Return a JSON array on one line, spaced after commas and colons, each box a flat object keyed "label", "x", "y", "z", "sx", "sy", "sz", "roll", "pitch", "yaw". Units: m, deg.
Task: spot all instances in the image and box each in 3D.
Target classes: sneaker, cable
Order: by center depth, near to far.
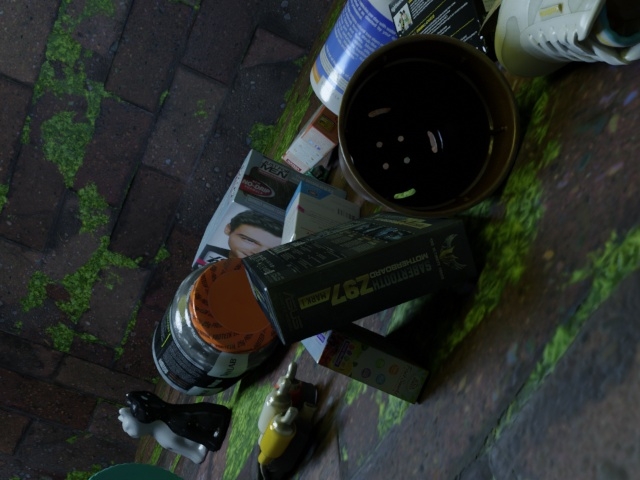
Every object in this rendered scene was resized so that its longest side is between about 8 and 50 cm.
[{"label": "sneaker", "x": 0.198, "y": -0.172, "z": 0.471, "sx": 0.229, "sy": 0.088, "sz": 0.092, "roll": 145, "pitch": 142, "yaw": -71}, {"label": "cable", "x": -0.077, "y": 0.287, "z": 0.832, "sx": 0.139, "sy": 0.072, "sz": 0.287, "roll": -86, "pitch": 21, "yaw": -69}, {"label": "sneaker", "x": -0.029, "y": -0.115, "z": 1.281, "sx": 0.076, "sy": 0.065, "sz": 0.166, "roll": -48, "pitch": 1, "yaw": 24}]

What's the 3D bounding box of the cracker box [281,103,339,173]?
[{"label": "cracker box", "x": 0.014, "y": -0.235, "z": 1.288, "sx": 0.155, "sy": 0.067, "sz": 0.232, "roll": -55, "pitch": 9, "yaw": -18}]

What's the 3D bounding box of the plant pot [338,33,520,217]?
[{"label": "plant pot", "x": 0.091, "y": -0.102, "z": 0.650, "sx": 0.165, "sy": 0.167, "sz": 0.166, "roll": 175, "pitch": 117, "yaw": -85}]

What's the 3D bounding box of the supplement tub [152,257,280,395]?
[{"label": "supplement tub", "x": -0.193, "y": 0.166, "z": 1.202, "sx": 0.338, "sy": 0.207, "sz": 0.207, "roll": 134, "pitch": 155, "yaw": -59}]

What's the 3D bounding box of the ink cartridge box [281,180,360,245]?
[{"label": "ink cartridge box", "x": 0.000, "y": 0.000, "z": 0.931, "sx": 0.181, "sy": 0.104, "sz": 0.061, "roll": -85, "pitch": 22, "yaw": -54}]

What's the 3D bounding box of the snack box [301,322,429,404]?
[{"label": "snack box", "x": 0.034, "y": 0.106, "z": 0.624, "sx": 0.037, "sy": 0.100, "sz": 0.141, "roll": -66, "pitch": 12, "yaw": 0}]

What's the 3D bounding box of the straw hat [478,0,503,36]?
[{"label": "straw hat", "x": 0.183, "y": -0.261, "z": 0.589, "sx": 0.144, "sy": 0.061, "sz": 0.144, "roll": -39, "pitch": -3, "yaw": -3}]

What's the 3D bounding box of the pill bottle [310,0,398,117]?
[{"label": "pill bottle", "x": 0.105, "y": -0.315, "z": 0.943, "sx": 0.272, "sy": 0.152, "sz": 0.152, "roll": -54, "pitch": 18, "yaw": 44}]

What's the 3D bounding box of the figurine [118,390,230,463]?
[{"label": "figurine", "x": -0.321, "y": 0.383, "z": 1.342, "sx": 0.215, "sy": 0.210, "sz": 0.092, "roll": 129, "pitch": 159, "yaw": -52}]

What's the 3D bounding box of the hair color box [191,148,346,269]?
[{"label": "hair color box", "x": -0.113, "y": -0.013, "z": 1.232, "sx": 0.374, "sy": 0.185, "sz": 0.113, "roll": -44, "pitch": 26, "yaw": 61}]

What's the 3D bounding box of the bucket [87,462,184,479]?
[{"label": "bucket", "x": -0.298, "y": 0.492, "z": 0.963, "sx": 0.183, "sy": 0.281, "sz": 0.281, "roll": -57, "pitch": 16, "yaw": 24}]

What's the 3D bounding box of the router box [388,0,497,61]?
[{"label": "router box", "x": 0.148, "y": -0.255, "z": 0.747, "sx": 0.179, "sy": 0.046, "sz": 0.133, "roll": 165, "pitch": 89, "yaw": -73}]

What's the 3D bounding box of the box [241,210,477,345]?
[{"label": "box", "x": 0.024, "y": 0.026, "z": 0.645, "sx": 0.233, "sy": 0.184, "sz": 0.059, "roll": -158, "pitch": 50, "yaw": -76}]
